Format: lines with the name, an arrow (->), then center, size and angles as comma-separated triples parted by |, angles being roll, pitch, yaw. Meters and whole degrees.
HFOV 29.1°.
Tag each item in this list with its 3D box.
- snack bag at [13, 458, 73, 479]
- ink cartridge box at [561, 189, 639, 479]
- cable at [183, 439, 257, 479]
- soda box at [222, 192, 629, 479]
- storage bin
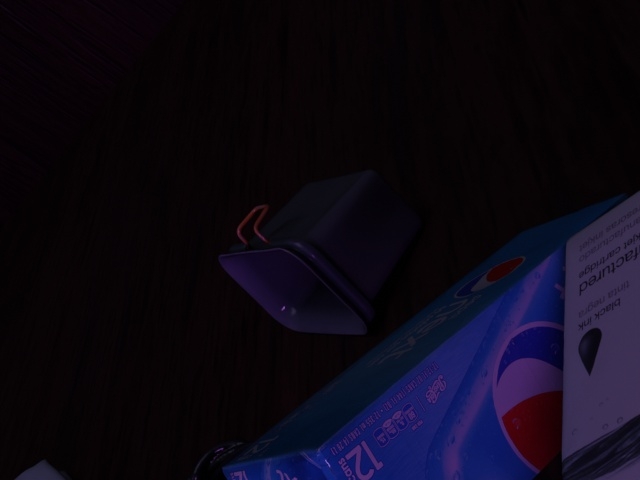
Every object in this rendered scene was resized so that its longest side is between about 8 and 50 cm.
snack bag -> -0.302, 0.324, 0.964 | 0.342, 0.037, 0.323 | -42, 19, -18
ink cartridge box -> 0.160, 0.057, 0.406 | 0.153, 0.087, 0.208 | -39, 26, 38
cable -> -0.090, 0.205, 0.792 | 0.184, 0.047, 0.150 | -47, 22, 23
soda box -> 0.065, 0.061, 0.514 | 0.210, 0.067, 0.071 | -35, 7, -37
storage bin -> 0.000, 0.000, 0.857 | 0.091, 0.098, 0.135 | -51, 18, -21
